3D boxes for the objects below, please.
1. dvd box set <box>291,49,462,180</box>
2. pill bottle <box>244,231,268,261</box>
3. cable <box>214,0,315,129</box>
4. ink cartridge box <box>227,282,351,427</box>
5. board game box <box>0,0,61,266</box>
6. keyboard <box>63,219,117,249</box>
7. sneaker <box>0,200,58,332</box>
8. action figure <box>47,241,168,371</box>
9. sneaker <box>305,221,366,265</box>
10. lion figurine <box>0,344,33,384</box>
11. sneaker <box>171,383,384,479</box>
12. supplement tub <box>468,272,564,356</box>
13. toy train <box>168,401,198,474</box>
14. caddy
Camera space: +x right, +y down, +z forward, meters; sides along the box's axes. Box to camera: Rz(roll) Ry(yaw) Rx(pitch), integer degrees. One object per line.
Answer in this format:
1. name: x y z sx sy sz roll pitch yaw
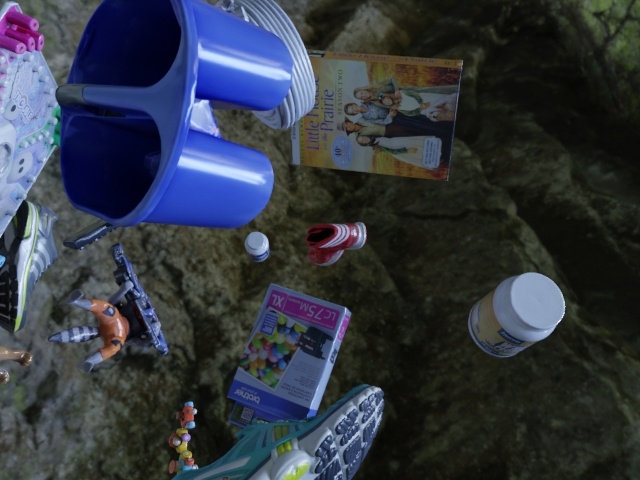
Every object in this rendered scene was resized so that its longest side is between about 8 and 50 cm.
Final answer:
1. dvd box set: 0.132 -0.318 1.610 0.420 0.307 0.062 8 -146 11
2. pill bottle: -0.180 0.016 1.797 0.067 0.067 0.120 -33 168 -11
3. cable: -0.111 -0.333 1.177 0.089 0.257 0.257 -36 -156 -15
4. ink cartridge box: -0.073 0.264 1.343 0.186 0.065 0.311 16 -100 19
5. board game box: -0.537 -0.128 1.049 0.390 0.050 0.390 119 -5 -72
6. keyboard: -0.373 -0.035 1.151 0.180 0.023 0.108 -37 -158 -31
7. sneaker: -0.647 0.058 1.402 0.111 0.300 0.121 15 -175 27
8. action figure: -0.575 0.189 1.727 0.178 0.341 0.330 -26 171 15
9. sneaker: 0.000 0.000 1.525 0.128 0.087 0.221 7 155 -32
10. lion figurine: -0.753 0.181 1.353 0.142 0.392 0.240 -32 156 8
11. sneaker: -0.037 0.225 0.687 0.275 0.107 0.110 -22 -144 -36
12. supplement tub: 0.422 0.162 1.373 0.144 0.144 0.199 -38 168 -24
13. toy train: -0.309 0.453 1.409 0.125 0.046 0.166 126 -39 -48
14. caddy: -0.185 -0.139 0.676 0.179 0.241 0.341 7 -175 -39
